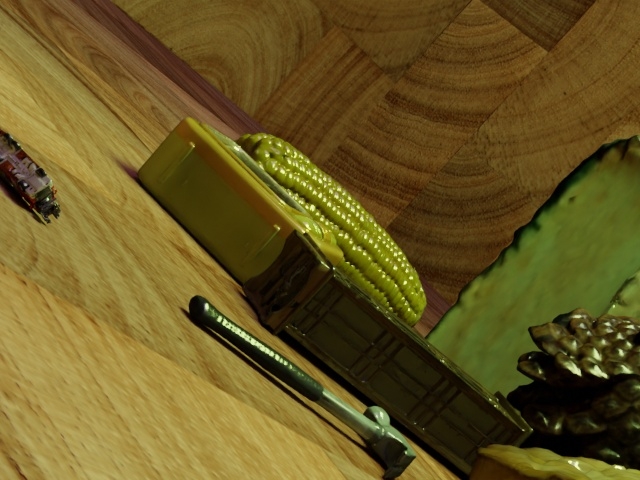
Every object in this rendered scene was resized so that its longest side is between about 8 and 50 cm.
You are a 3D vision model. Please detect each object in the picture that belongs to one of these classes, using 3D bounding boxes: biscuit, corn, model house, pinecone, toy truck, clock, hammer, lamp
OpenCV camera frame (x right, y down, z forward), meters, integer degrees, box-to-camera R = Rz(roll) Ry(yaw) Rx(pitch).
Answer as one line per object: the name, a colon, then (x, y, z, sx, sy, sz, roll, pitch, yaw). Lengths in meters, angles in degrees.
biscuit: (0.274, 0.256, 1.403, 0.296, 0.102, 0.296, 13, -1, 0)
corn: (0.000, 0.000, 1.867, 0.344, 0.131, 0.131, 42, 4, -38)
model house: (0.428, 0.163, 2.024, 0.400, 0.445, 0.395, 39, 3, -17)
pinecone: (0.341, 0.224, 1.676, 0.298, 0.296, 0.242, 9, -7, 0)
toy truck: (-0.210, -0.046, 1.095, 0.083, 0.024, 0.032, 42, -26, 31)
clock: (-0.081, -0.028, 1.619, 0.202, 0.096, 0.143, 43, 8, 17)
hammer: (-0.013, 0.118, 1.259, 0.246, 0.029, 0.103, 38, 5, -31)
lamp: (0.070, 0.122, 1.544, 0.325, 0.089, 0.090, 39, 7, -29)
